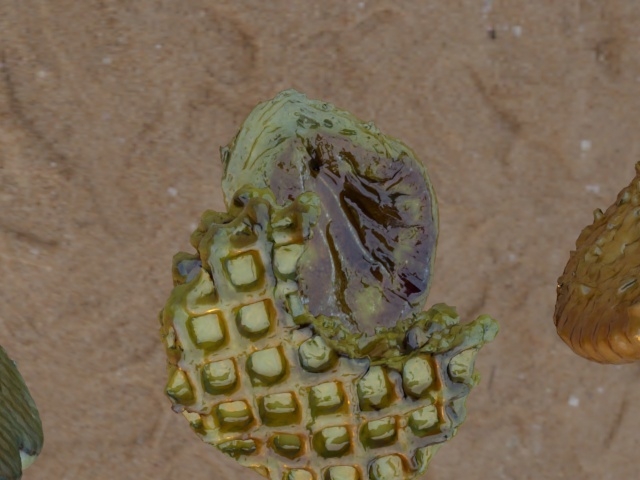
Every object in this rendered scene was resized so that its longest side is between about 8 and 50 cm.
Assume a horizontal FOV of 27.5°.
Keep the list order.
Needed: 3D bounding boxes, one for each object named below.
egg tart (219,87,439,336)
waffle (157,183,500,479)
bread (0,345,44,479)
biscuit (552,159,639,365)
[{"bbox_3d":[0.000,0.000,1.694,0.352,0.153,0.339,13,81,-35],"label":"egg tart"},{"bbox_3d":[-0.007,0.107,1.279,0.324,0.151,0.261,35,96,-8],"label":"waffle"},{"bbox_3d":[-0.260,0.052,0.764,0.056,0.207,0.286,-32,112,4],"label":"bread"},{"bbox_3d":[0.209,-0.034,0.647,0.035,0.254,0.254,45,66,-8],"label":"biscuit"}]
